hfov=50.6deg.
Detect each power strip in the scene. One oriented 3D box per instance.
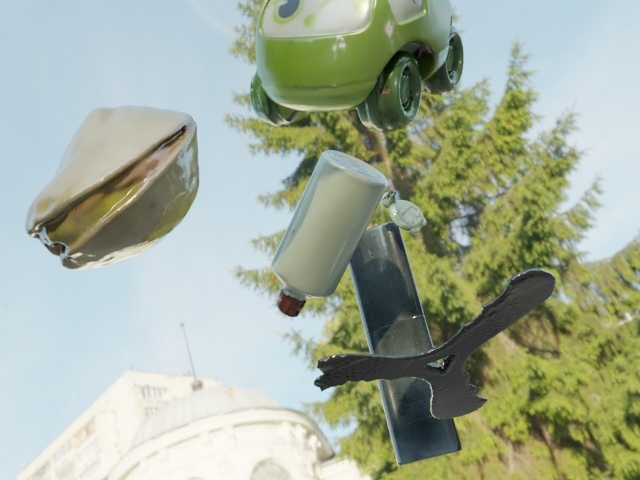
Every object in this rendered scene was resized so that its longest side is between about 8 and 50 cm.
[{"bbox_3d":[0.133,-0.049,1.077,0.055,0.083,0.035,-42,-11,-34],"label":"power strip"}]

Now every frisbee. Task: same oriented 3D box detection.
[{"bbox_3d":[0.084,0.095,0.549,0.187,0.012,0.211,0,-45,-21],"label":"frisbee"}]

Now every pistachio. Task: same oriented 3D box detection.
[{"bbox_3d":[-0.404,-0.117,1.362,0.365,0.445,0.281,-30,-70,29],"label":"pistachio"}]

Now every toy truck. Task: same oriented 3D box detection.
[{"bbox_3d":[0.033,-0.199,0.563,0.148,0.211,0.187,7,15,31],"label":"toy truck"}]

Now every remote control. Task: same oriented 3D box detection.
[{"bbox_3d":[0.124,0.156,1.083,0.107,0.377,0.044,-22,-23,20],"label":"remote control"}]

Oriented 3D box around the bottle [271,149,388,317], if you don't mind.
[{"bbox_3d":[0.000,0.000,0.969,0.104,0.104,0.245,11,-66,-40],"label":"bottle"}]
